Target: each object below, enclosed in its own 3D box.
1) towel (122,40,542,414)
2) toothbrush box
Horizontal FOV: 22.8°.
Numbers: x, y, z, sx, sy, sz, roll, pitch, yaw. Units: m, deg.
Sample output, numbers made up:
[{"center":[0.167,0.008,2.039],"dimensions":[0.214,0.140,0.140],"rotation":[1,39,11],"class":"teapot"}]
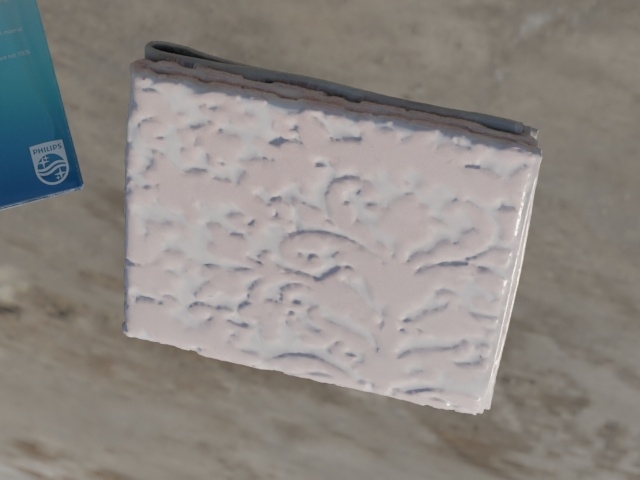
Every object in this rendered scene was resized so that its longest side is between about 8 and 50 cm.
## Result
[{"center":[0.000,0.000,1.302],"dimensions":[0.332,0.053,0.317],"rotation":[13,133,7],"class":"towel"},{"center":[-0.266,-0.161,1.057],"dimensions":[0.126,0.295,0.216],"rotation":[-16,-174,-16],"class":"toothbrush box"}]
